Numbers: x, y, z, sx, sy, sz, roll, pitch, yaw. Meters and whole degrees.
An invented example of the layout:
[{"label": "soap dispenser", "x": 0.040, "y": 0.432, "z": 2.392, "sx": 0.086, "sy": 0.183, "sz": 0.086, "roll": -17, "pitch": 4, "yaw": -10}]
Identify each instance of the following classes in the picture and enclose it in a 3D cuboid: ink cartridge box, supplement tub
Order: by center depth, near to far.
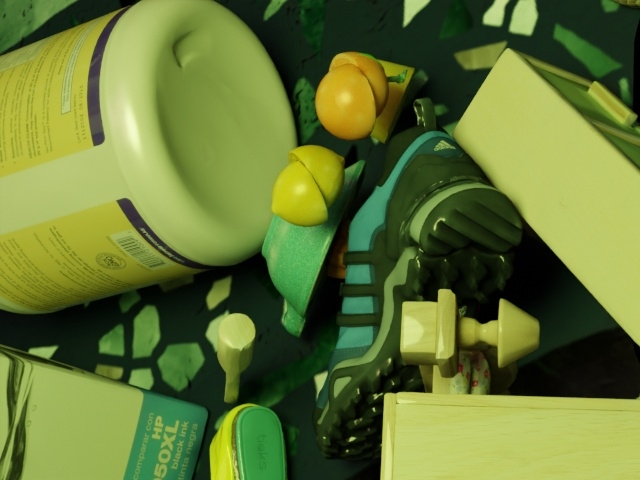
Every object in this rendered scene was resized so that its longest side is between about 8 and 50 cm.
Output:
[{"label": "ink cartridge box", "x": -0.337, "y": 0.157, "z": 1.361, "sx": 0.285, "sy": 0.395, "sz": 0.166, "roll": 11, "pitch": 83, "yaw": 38}, {"label": "supplement tub", "x": -0.212, "y": -0.066, "z": 1.440, "sx": 0.331, "sy": 0.241, "sz": 0.241, "roll": -14, "pitch": 67, "yaw": 33}]

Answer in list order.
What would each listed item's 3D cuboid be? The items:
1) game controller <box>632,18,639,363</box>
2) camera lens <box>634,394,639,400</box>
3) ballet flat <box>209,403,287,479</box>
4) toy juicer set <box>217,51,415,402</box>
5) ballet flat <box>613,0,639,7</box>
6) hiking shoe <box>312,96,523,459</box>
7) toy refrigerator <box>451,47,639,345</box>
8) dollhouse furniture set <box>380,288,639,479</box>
[{"label": "game controller", "x": 0.301, "y": -0.052, "z": 1.161, "sx": 0.166, "sy": 0.067, "sz": 0.319, "roll": -8, "pitch": 70, "yaw": 35}, {"label": "camera lens", "x": 0.292, "y": 0.211, "z": 0.982, "sx": 0.219, "sy": 0.219, "sz": 0.274, "roll": -5, "pitch": 73, "yaw": 36}, {"label": "ballet flat", "x": -0.060, "y": 0.252, "z": 1.340, "sx": 0.077, "sy": 0.077, "sz": 0.231, "roll": -35, "pitch": 52, "yaw": 49}, {"label": "toy juicer set", "x": 0.000, "y": 0.000, "z": 1.296, "sx": 0.089, "sy": 0.209, "sz": 0.329, "roll": 23, "pitch": 91, "yaw": 3}, {"label": "ballet flat", "x": 0.210, "y": -0.288, "z": 1.309, "sx": 0.084, "sy": 0.058, "sz": 0.250, "roll": -39, "pitch": 56, "yaw": 22}, {"label": "hiking shoe", "x": 0.066, "y": 0.046, "z": 1.246, "sx": 0.132, "sy": 0.113, "sz": 0.304, "roll": -111, "pitch": 35, "yaw": -43}, {"label": "toy refrigerator", "x": 0.213, "y": -0.030, "z": 1.143, "sx": 0.094, "sy": 0.102, "sz": 0.269, "roll": -59, "pitch": 39, "yaw": 20}, {"label": "dollhouse furniture set", "x": 0.140, "y": 0.211, "z": 1.029, "sx": 0.173, "sy": 0.355, "sz": 0.303, "roll": 1, "pitch": 70, "yaw": 9}]
